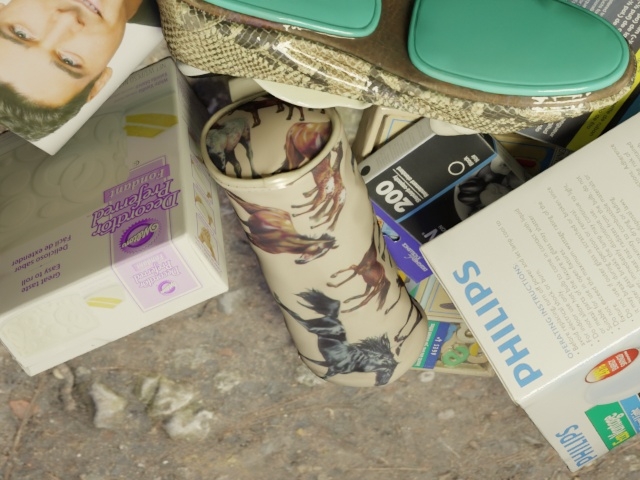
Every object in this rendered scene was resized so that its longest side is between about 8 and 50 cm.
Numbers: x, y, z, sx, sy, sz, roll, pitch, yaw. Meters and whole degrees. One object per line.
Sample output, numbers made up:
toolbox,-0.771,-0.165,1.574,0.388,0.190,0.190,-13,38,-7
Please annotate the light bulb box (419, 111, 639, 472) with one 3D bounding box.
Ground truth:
light bulb box,0.356,0.053,2.083,0.361,0.225,0.358,-32,154,5

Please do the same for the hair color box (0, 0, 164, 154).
hair color box,-0.243,-0.280,1.902,0.185,0.113,0.374,31,120,-30

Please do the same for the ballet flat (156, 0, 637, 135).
ballet flat,0.070,-0.190,1.832,0.483,0.164,0.182,12,147,2

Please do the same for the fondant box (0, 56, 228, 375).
fondant box,-0.236,-0.033,1.969,0.238,0.330,0.096,-24,129,11

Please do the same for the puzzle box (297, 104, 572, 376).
puzzle box,0.143,-0.002,2.234,0.272,0.052,0.409,7,129,-13

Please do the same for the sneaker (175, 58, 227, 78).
sneaker,-0.042,-0.202,2.019,0.217,0.079,0.121,-22,130,10

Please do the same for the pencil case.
pencil case,0.000,0.000,2.053,0.160,0.183,0.410,-12,137,12

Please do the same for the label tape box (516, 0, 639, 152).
label tape box,0.269,-0.242,2.012,0.347,0.115,0.249,16,126,-26

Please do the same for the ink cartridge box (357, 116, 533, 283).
ink cartridge box,0.138,-0.043,2.135,0.208,0.045,0.206,-34,126,21
